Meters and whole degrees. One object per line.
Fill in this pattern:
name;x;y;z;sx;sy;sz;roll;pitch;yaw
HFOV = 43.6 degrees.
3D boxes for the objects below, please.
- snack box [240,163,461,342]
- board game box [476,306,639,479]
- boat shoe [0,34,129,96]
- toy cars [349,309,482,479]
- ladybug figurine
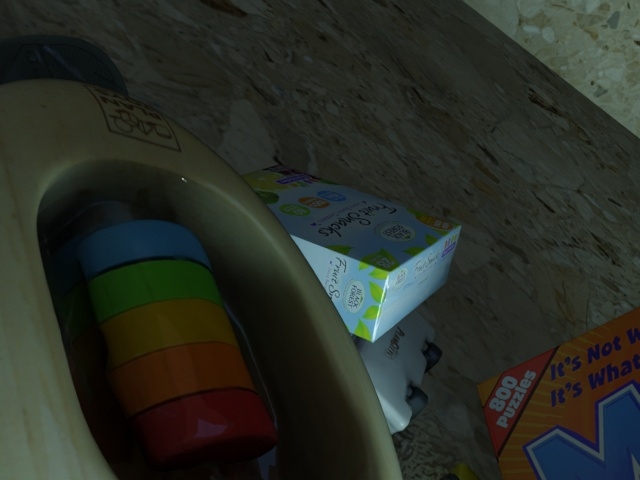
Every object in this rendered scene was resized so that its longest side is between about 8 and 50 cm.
snack box;0.000;0.000;0.730;0.207;0.070;0.174;22;23;22
board game box;0.391;0.258;0.606;0.356;0.356;0.356;43;26;-35
boat shoe;-0.290;-0.091;0.575;0.320;0.103;0.118;-18;85;-51
toy cars;0.069;0.186;0.663;0.176;0.087;0.393;27;30;-39
ladybug figurine;-0.113;0.088;0.481;0.305;0.162;0.449;13;43;-43
